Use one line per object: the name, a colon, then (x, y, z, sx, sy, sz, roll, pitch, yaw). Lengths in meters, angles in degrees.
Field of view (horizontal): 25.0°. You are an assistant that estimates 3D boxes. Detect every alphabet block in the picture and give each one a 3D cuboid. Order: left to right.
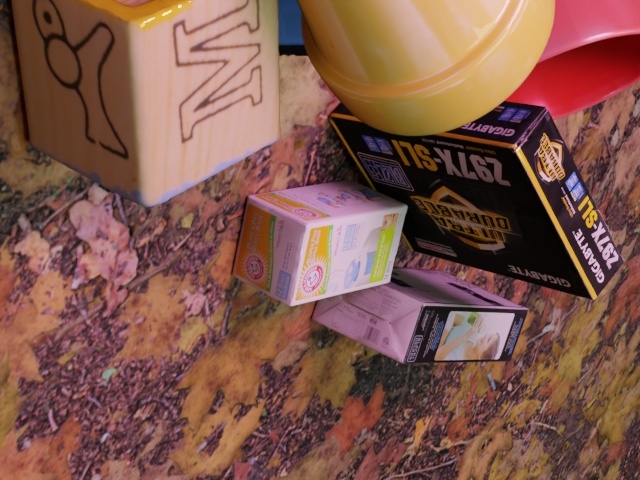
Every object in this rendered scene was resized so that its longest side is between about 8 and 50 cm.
alphabet block: (-0.168, -0.180, 1.411, 0.193, 0.192, 0.197, -33, 137, -39)

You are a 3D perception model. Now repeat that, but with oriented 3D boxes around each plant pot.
plant pot: (0.072, -0.266, 1.404, 0.254, 0.254, 0.239, -58, 143, -8)
plant pot: (0.266, -0.299, 1.796, 0.275, 0.275, 0.243, 3, 65, -53)

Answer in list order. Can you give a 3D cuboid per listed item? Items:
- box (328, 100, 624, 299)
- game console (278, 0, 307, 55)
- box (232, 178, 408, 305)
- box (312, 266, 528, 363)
box: (0.189, -0.066, 1.785, 0.079, 0.322, 0.257, -48, 127, -22)
game console: (-0.065, -0.245, 1.592, 0.124, 0.085, 0.144, -40, 139, -30)
box: (0.000, 0.000, 1.822, 0.203, 0.103, 0.114, -10, 119, -49)
box: (0.144, 0.102, 2.026, 0.290, 0.169, 0.087, 7, 104, -53)
